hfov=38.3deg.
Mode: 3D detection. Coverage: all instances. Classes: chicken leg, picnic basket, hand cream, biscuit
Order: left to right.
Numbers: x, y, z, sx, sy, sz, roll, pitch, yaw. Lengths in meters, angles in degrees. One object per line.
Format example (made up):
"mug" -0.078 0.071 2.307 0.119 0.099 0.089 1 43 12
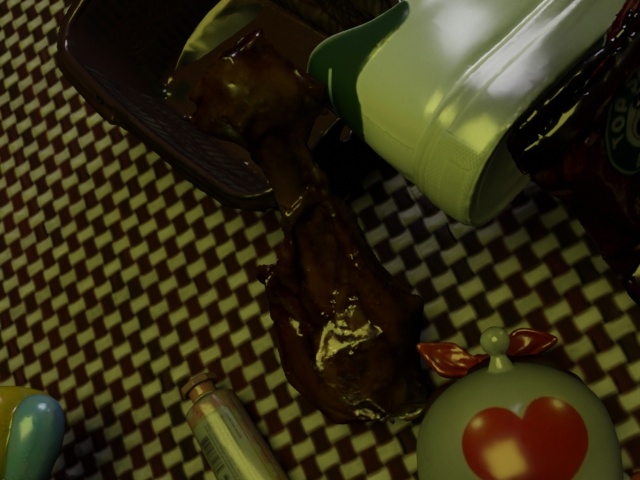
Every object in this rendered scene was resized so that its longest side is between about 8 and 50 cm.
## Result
"picnic basket" -0.058 -0.148 0.757 0.297 0.129 0.223 38 90 30
"hand cream" -0.043 0.191 0.691 0.067 0.043 0.210 -39 66 12
"chicken leg" 0.000 0.000 0.612 0.113 0.305 0.093 -9 32 15
"biscuit" 0.194 -0.063 0.550 0.063 0.235 0.151 21 80 38

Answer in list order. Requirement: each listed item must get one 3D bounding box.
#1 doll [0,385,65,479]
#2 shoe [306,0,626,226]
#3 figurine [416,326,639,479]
"doll" -0.311 0.299 0.697 0.365 0.187 0.376 -34 80 21
"shoe" 0.142 -0.171 0.614 0.160 0.132 0.363 35 64 22
"figurine" 0.122 0.159 0.565 0.183 0.160 0.226 -23 57 16
